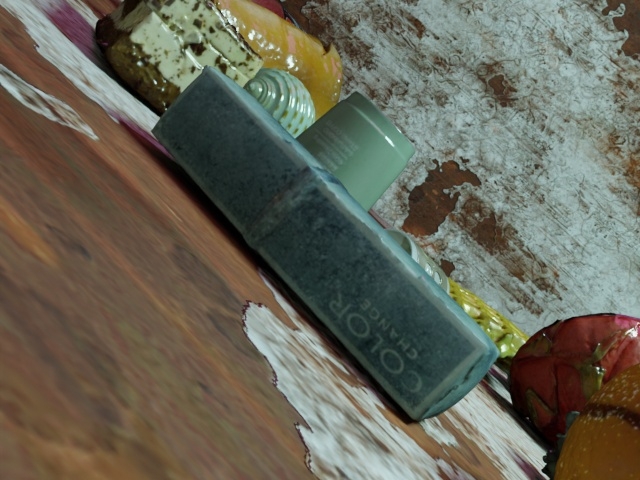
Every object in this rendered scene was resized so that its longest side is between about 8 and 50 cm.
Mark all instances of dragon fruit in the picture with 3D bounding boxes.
[{"bbox_3d":[0.337,0.207,0.986,0.148,0.219,0.223,-83,173,-46],"label":"dragon fruit"}]

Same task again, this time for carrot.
[{"bbox_3d":[-0.109,-0.251,1.170,0.196,0.196,0.254,47,13,33],"label":"carrot"}]

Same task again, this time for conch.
[{"bbox_3d":[-0.072,-0.146,1.027,0.135,0.102,0.153,34,-31,23],"label":"conch"}]

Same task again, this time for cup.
[{"bbox_3d":[0.095,0.048,0.883,0.099,0.074,0.102,37,9,-47],"label":"cup"},{"bbox_3d":[0.007,-0.058,0.742,0.120,0.141,0.120,42,4,-4],"label":"cup"}]

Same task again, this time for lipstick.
[{"bbox_3d":[0.000,0.000,0.586,0.289,0.077,0.076,47,6,21],"label":"lipstick"}]

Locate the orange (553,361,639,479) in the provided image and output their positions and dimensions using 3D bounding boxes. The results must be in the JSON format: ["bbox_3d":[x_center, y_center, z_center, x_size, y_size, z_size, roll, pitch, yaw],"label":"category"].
[{"bbox_3d":[0.223,0.157,0.483,0.193,0.193,0.161,40,-18,-24],"label":"orange"}]

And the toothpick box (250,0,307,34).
[{"bbox_3d":[-0.127,-0.335,1.502,0.204,0.204,0.333,47,7,33],"label":"toothpick box"}]

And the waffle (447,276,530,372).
[{"bbox_3d":[0.184,0.091,1.147,0.291,0.051,0.291,33,8,-5],"label":"waffle"}]

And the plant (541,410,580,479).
[{"bbox_3d":[0.255,0.213,0.723,0.143,0.092,0.094,53,16,15],"label":"plant"}]

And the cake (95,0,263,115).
[{"bbox_3d":[-0.150,-0.199,0.864,0.135,0.112,0.246,44,2,-24],"label":"cake"}]

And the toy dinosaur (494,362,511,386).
[{"bbox_3d":[0.333,0.216,1.250,0.294,0.077,0.162,38,15,-26],"label":"toy dinosaur"}]
